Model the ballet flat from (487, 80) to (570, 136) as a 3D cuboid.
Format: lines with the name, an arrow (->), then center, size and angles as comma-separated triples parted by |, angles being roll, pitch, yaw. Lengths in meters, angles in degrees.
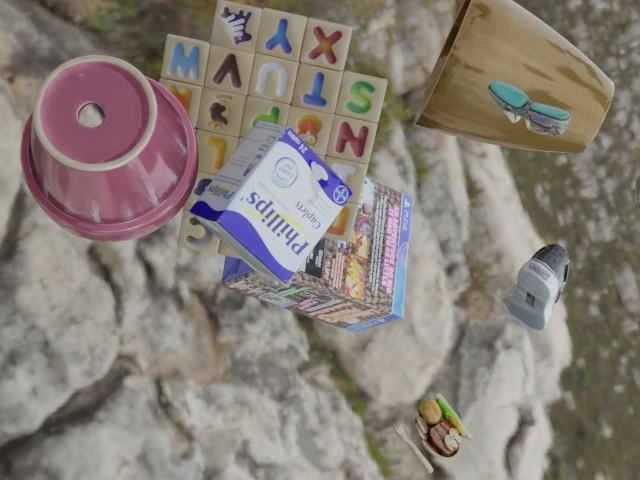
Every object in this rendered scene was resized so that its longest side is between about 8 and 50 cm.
ballet flat -> 0.253, -0.158, 1.374 | 0.041, 0.114, 0.041 | -41, 147, -33

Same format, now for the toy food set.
toy food set -> 0.240, 0.381, 2.245 | 0.132, 0.038, 0.192 | 52, 36, 8

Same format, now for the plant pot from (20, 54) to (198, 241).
plant pot -> -0.238, -0.112, 1.230 | 0.180, 0.201, 0.201 | 111, -34, -76

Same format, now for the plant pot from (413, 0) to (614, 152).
plant pot -> 0.301, -0.233, 1.680 | 0.237, 0.254, 0.237 | -156, -90, -89

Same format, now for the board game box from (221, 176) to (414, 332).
board game box -> 0.000, 0.000, 1.909 | 0.291, 0.141, 0.232 | 22, 63, -31

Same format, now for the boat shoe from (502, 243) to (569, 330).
boat shoe -> 0.328, 0.066, 1.659 | 0.080, 0.076, 0.228 | 37, -16, 20

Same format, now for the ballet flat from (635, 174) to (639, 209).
ballet flat -> 0.624, -0.042, 2.035 | 0.068, 0.072, 0.213 | 26, 47, -53

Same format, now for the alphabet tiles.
alphabet tiles -> -0.077, -0.128, 1.438 | 0.011, 0.285, 0.343 | -82, -176, -66

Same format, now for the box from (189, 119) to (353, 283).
box -> -0.054, -0.043, 1.257 | 0.126, 0.137, 0.072 | 44, -14, -33
